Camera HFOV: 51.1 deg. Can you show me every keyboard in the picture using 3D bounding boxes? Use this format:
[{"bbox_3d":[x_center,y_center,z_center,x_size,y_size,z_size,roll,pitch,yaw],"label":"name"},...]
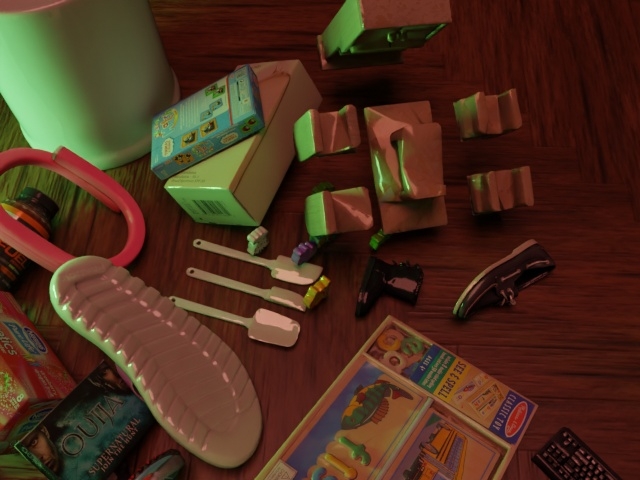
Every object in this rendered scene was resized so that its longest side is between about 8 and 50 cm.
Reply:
[{"bbox_3d":[0.395,0.371,0.977,0.108,0.023,0.180,-37,65,-17],"label":"keyboard"}]

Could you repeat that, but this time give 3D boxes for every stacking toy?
[{"bbox_3d":[0.000,0.000,1.187,0.167,0.052,0.221,39,60,22],"label":"stacking toy"}]

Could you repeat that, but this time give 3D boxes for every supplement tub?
[{"bbox_3d":[-0.548,0.000,1.176,0.106,0.106,0.197,21,64,14],"label":"supplement tub"}]

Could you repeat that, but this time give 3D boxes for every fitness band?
[{"bbox_3d":[-0.445,-0.051,1.162,0.291,0.054,0.209,35,45,-13],"label":"fitness band"}]

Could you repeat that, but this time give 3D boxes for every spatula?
[{"bbox_3d":[-0.135,0.084,1.163,0.242,0.019,0.168,15,63,10],"label":"spatula"}]

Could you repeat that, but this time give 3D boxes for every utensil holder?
[{"bbox_3d":[-0.456,-0.370,1.225,0.328,0.385,0.327,-1,59,2],"label":"utensil holder"}]

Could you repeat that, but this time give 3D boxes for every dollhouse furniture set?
[{"bbox_3d":[0.127,-0.212,1.189,0.363,0.256,0.393,-9,91,-13],"label":"dollhouse furniture set"}]

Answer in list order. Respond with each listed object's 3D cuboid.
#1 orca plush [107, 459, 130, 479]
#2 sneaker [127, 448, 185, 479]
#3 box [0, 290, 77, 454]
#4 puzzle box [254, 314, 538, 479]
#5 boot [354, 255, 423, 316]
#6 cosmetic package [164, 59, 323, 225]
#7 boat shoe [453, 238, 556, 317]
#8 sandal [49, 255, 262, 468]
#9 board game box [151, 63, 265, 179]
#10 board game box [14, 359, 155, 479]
[{"bbox_3d":[-0.417,0.373,0.936,0.102,0.151,0.287,7,38,38],"label":"orca plush"},{"bbox_3d":[-0.259,0.425,0.943,0.125,0.104,0.261,34,68,-1],"label":"sneaker"},{"bbox_3d":[-0.503,0.194,1.032,0.122,0.128,0.257,-48,67,4],"label":"box"},{"bbox_3d":[0.106,0.309,0.940,0.272,0.052,0.409,31,49,17],"label":"puzzle box"},{"bbox_3d":[0.118,0.085,1.141,0.099,0.045,0.121,16,64,5],"label":"boot"},{"bbox_3d":[-0.134,-0.182,1.234,0.160,0.113,0.309,3,57,33],"label":"cosmetic package"},{"bbox_3d":[0.311,0.074,1.121,0.206,0.075,0.065,-33,61,-21],"label":"boat shoe"},{"bbox_3d":[-0.254,0.188,1.059,0.416,0.102,0.169,46,47,7],"label":"sandal"},{"bbox_3d":[-0.205,-0.213,1.194,0.212,0.039,0.160,-24,45,13],"label":"board game box"},{"bbox_3d":[-0.332,0.274,0.974,0.126,0.026,0.186,46,34,-6],"label":"board game box"}]
